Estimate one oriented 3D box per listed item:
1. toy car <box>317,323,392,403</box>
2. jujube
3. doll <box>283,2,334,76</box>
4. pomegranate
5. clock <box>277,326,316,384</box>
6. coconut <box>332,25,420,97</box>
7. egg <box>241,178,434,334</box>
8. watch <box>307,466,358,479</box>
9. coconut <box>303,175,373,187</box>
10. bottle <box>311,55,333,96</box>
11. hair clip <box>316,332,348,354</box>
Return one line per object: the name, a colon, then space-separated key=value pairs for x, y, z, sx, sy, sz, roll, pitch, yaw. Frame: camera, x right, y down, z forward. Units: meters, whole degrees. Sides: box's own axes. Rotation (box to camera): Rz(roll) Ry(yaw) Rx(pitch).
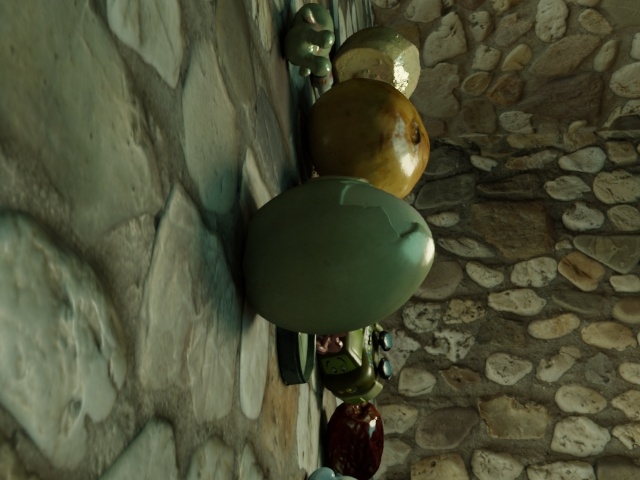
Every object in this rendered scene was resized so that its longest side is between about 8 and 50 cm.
toy car: x=0.070 y=0.310 z=1.998 sx=0.198 sy=0.204 sz=0.248 roll=42 pitch=42 yaw=-45
jujube: x=0.102 y=0.578 z=2.052 sx=0.183 sy=0.183 sz=0.243 roll=-72 pitch=171 yaw=-63
doll: x=-0.025 y=-0.471 z=1.653 sx=0.275 sy=0.113 sz=0.155 roll=-89 pitch=-178 yaw=-57
pomegranate: x=0.105 y=-0.242 z=1.838 sx=0.338 sy=0.337 sz=0.339 roll=-1 pitch=90 yaw=-81
clock: x=-0.049 y=0.206 z=1.591 sx=0.226 sy=0.048 sz=0.226 roll=-2 pitch=90 yaw=-80
coconut: x=0.185 y=-0.555 z=2.358 sx=0.254 sy=0.297 sz=0.298 roll=-51 pitch=141 yaw=-54
egg: x=0.035 y=0.026 z=1.278 sx=0.278 sy=0.335 sz=0.279 roll=-7 pitch=90 yaw=-80
watch: x=0.044 y=0.684 z=1.798 sx=0.193 sy=0.210 sz=0.211 roll=107 pitch=-9 yaw=-55
coconut: x=0.040 y=-0.034 z=1.668 sx=0.224 sy=0.224 sz=0.234 roll=14 pitch=78 yaw=-80
bottle: x=0.004 y=-0.449 z=1.939 sx=0.217 sy=0.060 sz=0.060 roll=74 pitch=17 yaw=-52
hair clip: x=0.011 y=0.227 z=1.785 sx=0.102 sy=0.123 sz=0.138 roll=-61 pitch=161 yaw=-4
